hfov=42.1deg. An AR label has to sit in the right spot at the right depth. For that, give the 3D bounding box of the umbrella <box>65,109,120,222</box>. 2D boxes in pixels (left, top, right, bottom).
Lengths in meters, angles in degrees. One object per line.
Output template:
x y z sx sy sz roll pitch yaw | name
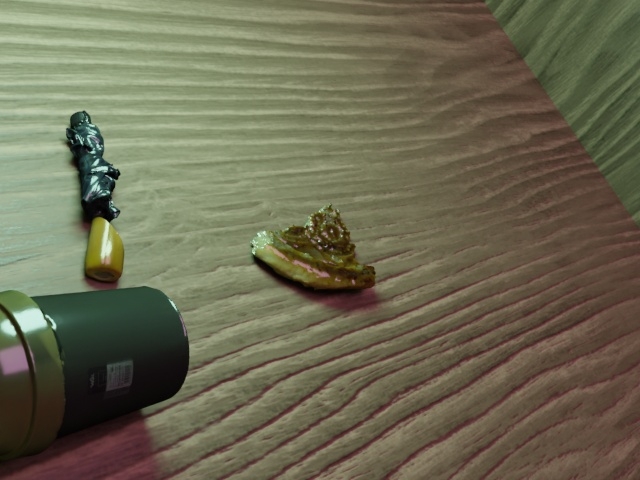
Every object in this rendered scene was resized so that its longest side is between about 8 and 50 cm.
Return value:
-0.387 -0.134 1.428 0.071 0.080 0.224 -19 58 -7 | umbrella

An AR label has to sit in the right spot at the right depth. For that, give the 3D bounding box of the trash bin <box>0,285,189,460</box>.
-0.357 0.164 1.102 0.334 0.214 0.214 -11 65 -49 | trash bin

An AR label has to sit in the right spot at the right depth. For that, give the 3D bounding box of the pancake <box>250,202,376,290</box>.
0.000 0.000 1.632 0.266 0.057 0.244 28 43 -17 | pancake

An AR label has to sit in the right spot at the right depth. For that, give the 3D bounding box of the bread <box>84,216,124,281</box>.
-0.346 0.014 1.349 0.062 0.049 0.103 19 49 -26 | bread
